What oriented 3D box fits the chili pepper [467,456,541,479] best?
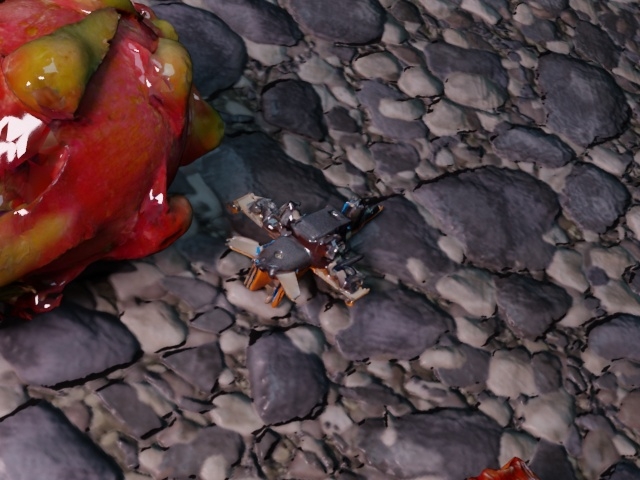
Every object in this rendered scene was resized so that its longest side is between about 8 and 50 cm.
[{"bbox_3d":[0.186,0.295,0.676,0.338,0.131,0.134,44,22,23],"label":"chili pepper"}]

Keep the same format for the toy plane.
[{"bbox_3d":[0.004,-0.008,0.920,0.135,0.062,0.188,41,47,17],"label":"toy plane"}]

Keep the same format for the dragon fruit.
[{"bbox_3d":[-0.214,-0.052,0.775,0.307,0.243,0.227,-42,97,-5],"label":"dragon fruit"}]
